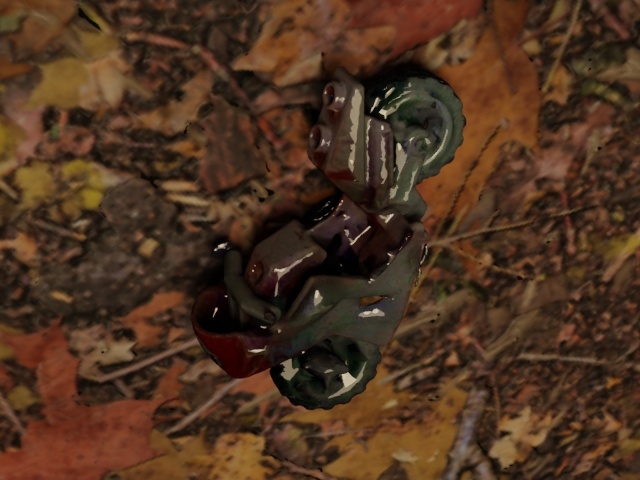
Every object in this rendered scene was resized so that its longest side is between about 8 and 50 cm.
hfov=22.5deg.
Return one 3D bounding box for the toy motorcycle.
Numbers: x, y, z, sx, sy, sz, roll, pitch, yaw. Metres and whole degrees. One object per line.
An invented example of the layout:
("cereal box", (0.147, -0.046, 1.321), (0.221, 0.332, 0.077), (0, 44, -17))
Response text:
("toy motorcycle", (-0.001, 0.000, 0.885), (0.122, 0.082, 0.213), (4, 117, -33))
